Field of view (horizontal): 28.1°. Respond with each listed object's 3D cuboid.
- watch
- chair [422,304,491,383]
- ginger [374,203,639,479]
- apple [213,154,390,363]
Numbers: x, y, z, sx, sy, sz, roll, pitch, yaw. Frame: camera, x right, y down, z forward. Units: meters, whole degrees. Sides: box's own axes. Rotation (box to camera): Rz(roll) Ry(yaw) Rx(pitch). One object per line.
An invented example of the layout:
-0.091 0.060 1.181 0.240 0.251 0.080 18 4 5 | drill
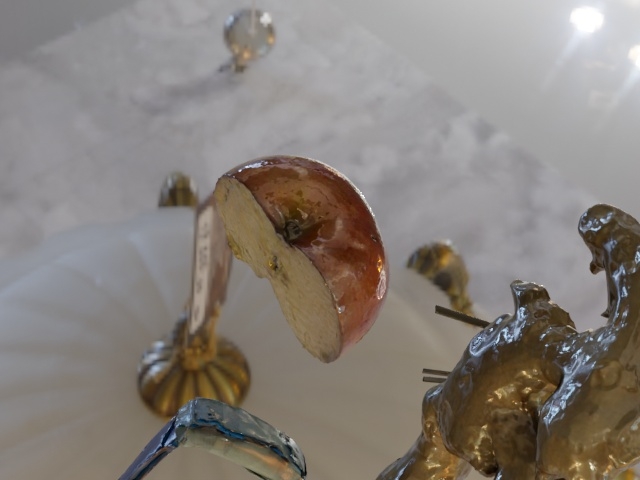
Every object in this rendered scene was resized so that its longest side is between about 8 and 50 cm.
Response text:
-0.105 0.320 1.341 0.276 0.274 0.068 36 -168 -18 | watch
0.236 0.160 1.575 0.222 0.104 0.095 8 -147 1 | chair
0.098 0.105 0.696 0.065 0.258 0.149 25 -141 -20 | ginger
0.000 0.000 1.731 0.163 0.251 0.293 -32 -105 -21 | apple
